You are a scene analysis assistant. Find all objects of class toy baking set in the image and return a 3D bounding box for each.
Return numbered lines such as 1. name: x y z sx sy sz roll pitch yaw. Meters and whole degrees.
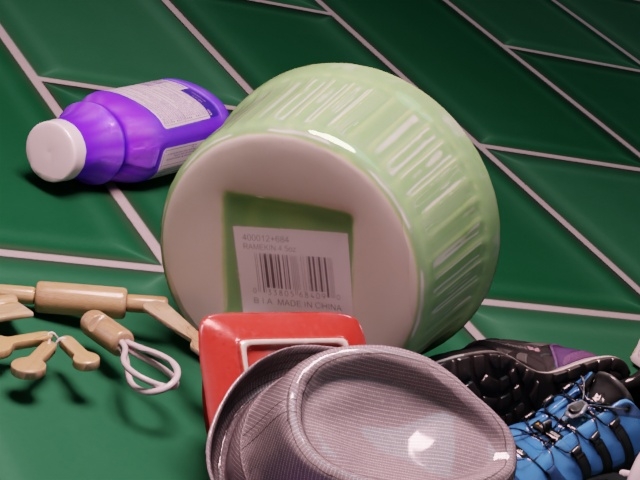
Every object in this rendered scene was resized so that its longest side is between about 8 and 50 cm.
1. toy baking set: -0.199 0.088 1.693 0.256 0.030 0.196 3 23 -8

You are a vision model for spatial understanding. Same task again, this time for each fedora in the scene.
1. fedora: 0.054 0.170 1.488 0.275 0.124 0.243 21 51 -14

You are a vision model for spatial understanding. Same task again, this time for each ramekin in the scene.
1. ramekin: 0.000 0.000 1.761 0.303 0.303 0.148 25 29 15

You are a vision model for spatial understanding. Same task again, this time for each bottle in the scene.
1. bottle: -0.217 -0.118 2.132 0.118 0.092 0.283 27 23 22

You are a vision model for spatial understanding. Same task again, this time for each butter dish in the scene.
1. butter dish: -0.041 0.149 1.614 0.160 0.118 0.159 0 70 -28

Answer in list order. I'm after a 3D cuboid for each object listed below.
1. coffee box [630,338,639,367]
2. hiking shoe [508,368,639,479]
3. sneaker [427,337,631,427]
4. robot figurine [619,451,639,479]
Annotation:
1. coffee box: 0.609 0.053 2.079 0.338 0.338 0.334 -4 30 -46
2. hiking shoe: 0.218 0.175 1.730 0.113 0.132 0.304 34 26 34
3. sneaker: 0.162 0.145 1.841 0.283 0.107 0.124 5 10 -41
4. robot figurine: 0.378 0.259 1.567 0.300 0.199 0.353 -18 32 -11
